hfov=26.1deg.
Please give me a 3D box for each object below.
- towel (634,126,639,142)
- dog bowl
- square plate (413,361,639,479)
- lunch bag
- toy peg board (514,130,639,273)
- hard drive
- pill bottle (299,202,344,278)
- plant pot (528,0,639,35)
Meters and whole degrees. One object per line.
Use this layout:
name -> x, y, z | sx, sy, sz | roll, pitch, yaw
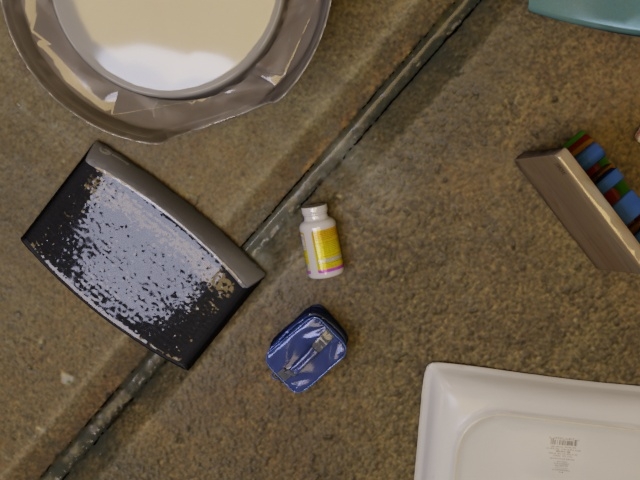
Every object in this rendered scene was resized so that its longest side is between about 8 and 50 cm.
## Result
towel -> 0.470, -0.126, 1.550 | 0.197, 0.029, 0.144 | 31, 101, 1
dog bowl -> -0.157, -0.279, 1.466 | 0.348, 0.102, 0.349 | 1, 102, 4
square plate -> 0.277, 0.331, 1.638 | 0.347, 0.049, 0.344 | 6, 102, 3
lunch bag -> -0.019, 0.129, 1.612 | 0.098, 0.065, 0.067 | -43, 95, 10
toy peg board -> 0.310, -0.052, 1.514 | 0.079, 0.160, 0.161 | -39, 96, -6
hard drive -> -0.211, 0.023, 1.612 | 0.254, 0.054, 0.172 | 39, 101, -3
pill bottle -> 0.000, 0.000, 1.598 | 0.043, 0.043, 0.083 | -9, 100, 6
plant pot -> 0.343, -0.289, 1.457 | 0.234, 0.165, 0.166 | 3, 98, 18
